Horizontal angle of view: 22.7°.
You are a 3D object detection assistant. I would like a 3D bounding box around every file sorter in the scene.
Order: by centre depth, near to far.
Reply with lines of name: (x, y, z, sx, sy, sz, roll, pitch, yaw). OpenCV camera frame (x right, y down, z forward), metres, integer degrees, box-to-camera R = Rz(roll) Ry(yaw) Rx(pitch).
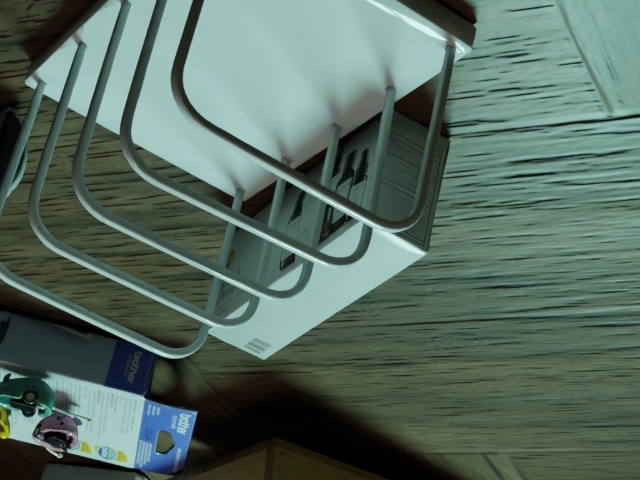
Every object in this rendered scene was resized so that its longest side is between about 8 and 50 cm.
file sorter: (-0.069, -0.061, 1.034, 0.192, 0.173, 0.277, 28, 146, -24)

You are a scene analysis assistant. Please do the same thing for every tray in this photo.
tray: (0.048, 0.315, 1.654, 0.411, 0.076, 0.203, 24, 146, -33)

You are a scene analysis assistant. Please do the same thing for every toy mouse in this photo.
toy mouse: (-0.266, 0.160, 1.492, 0.143, 0.031, 0.161, -9, 143, 33)

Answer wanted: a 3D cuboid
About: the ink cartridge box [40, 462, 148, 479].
ink cartridge box: (-0.264, 0.438, 1.796, 0.131, 0.306, 0.226, 3, 148, 18)

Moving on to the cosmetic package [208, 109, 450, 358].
cosmetic package: (0.000, 0.000, 1.182, 0.060, 0.099, 0.239, 28, 146, -19)

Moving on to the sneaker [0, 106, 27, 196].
sneaker: (-0.370, -0.083, 1.187, 0.292, 0.110, 0.118, 22, 157, -14)

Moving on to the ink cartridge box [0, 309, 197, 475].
ink cartridge box: (-0.272, 0.141, 1.552, 0.311, 0.065, 0.186, 16, 149, -1)
